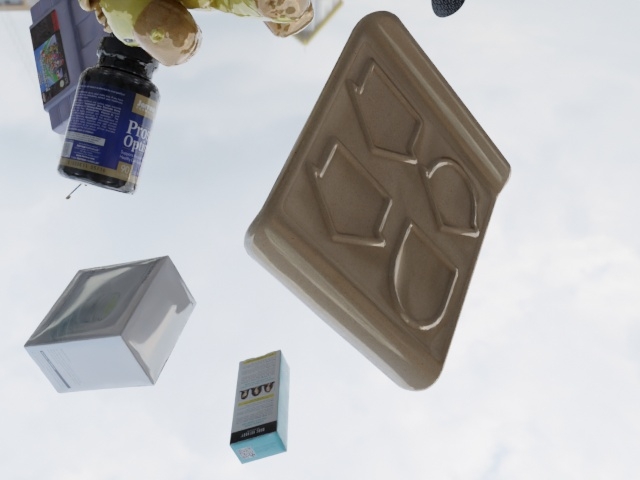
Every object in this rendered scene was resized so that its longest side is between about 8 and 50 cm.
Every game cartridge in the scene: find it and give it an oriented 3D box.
[{"bbox_3d":[-0.551,-0.437,1.732,0.230,0.354,0.068,-27,157,21],"label":"game cartridge"}]

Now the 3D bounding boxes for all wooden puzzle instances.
[{"bbox_3d":[0.078,-0.043,0.921,0.081,0.322,0.347,-5,-130,48],"label":"wooden puzzle"}]

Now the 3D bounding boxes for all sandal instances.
[{"bbox_3d":[0.247,-0.506,1.427,0.067,0.179,0.040,9,-159,7],"label":"sandal"}]

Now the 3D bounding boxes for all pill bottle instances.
[{"bbox_3d":[-0.313,-0.187,1.160,0.123,0.219,0.123,14,179,0],"label":"pill bottle"}]

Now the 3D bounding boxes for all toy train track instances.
[{"bbox_3d":[-0.513,-0.115,1.647,0.083,0.014,0.048,-40,-160,10],"label":"toy train track"}]

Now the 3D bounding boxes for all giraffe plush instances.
[{"bbox_3d":[-0.130,-0.240,0.713,0.170,0.181,0.210,-39,-124,1],"label":"giraffe plush"}]

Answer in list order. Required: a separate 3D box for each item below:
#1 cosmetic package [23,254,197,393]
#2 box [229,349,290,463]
[{"bbox_3d":[-0.392,0.159,1.463,0.225,0.138,0.224,-8,-145,22],"label":"cosmetic package"},{"bbox_3d":[-0.119,0.332,1.564,0.101,0.060,0.244,-18,-150,11],"label":"box"}]
